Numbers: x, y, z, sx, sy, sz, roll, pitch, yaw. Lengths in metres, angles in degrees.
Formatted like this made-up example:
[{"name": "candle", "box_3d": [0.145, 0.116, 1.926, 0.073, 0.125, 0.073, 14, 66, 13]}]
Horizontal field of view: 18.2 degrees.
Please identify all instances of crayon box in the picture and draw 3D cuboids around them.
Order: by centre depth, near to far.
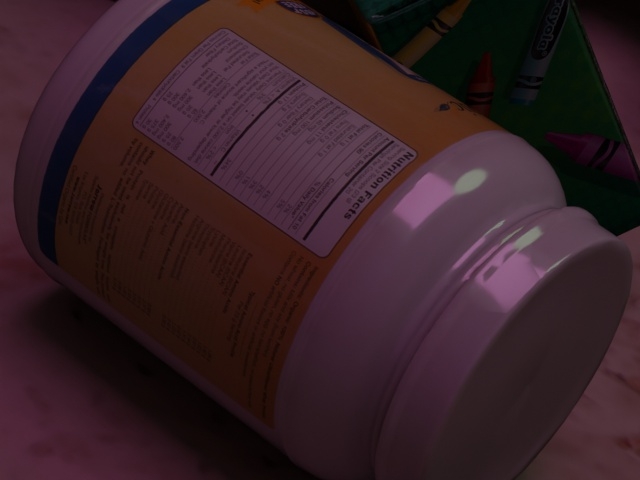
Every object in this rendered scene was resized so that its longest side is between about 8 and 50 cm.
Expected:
[{"name": "crayon box", "box_3d": [0.047, -0.130, 0.913, 0.081, 0.165, 0.278, -26, 42, 4]}]

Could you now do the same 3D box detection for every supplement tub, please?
[{"name": "supplement tub", "box_3d": [0.000, 0.000, 0.745, 0.200, 0.144, 0.144, 35, 40, 25]}]
